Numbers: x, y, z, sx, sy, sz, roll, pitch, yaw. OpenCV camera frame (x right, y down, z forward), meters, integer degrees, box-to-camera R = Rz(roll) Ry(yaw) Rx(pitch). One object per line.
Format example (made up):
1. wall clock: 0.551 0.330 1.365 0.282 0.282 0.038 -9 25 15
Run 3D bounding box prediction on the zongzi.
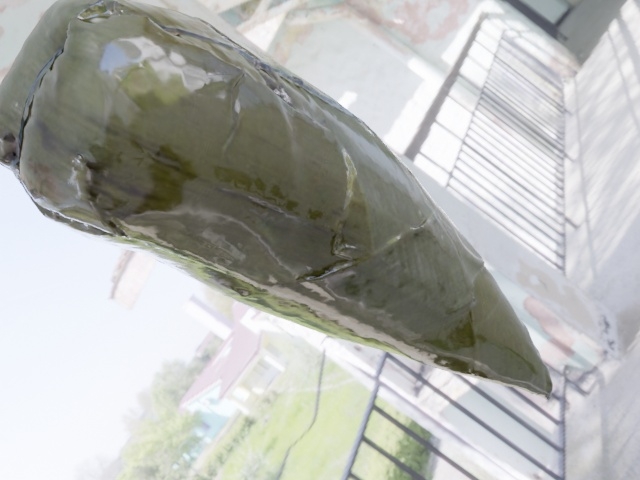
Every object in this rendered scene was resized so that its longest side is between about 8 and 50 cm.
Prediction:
1. zongzi: 0.000 0.000 0.446 0.174 0.393 0.356 -53 -19 9
